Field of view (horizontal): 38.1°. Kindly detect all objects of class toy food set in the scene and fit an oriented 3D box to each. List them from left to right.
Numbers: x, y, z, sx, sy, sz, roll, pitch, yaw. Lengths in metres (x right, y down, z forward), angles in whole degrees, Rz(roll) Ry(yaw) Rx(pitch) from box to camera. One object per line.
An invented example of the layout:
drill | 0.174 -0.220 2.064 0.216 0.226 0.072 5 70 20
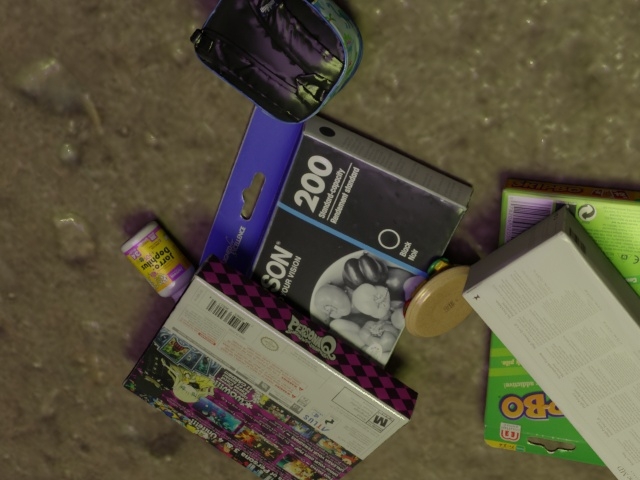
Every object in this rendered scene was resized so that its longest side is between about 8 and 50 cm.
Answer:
toy food set | 0.107 0.051 0.804 0.082 0.083 0.020 -51 50 14

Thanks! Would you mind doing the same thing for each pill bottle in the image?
pill bottle | -0.151 0.025 0.895 0.043 0.043 0.083 -34 101 29

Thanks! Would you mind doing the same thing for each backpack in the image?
backpack | -0.026 -0.159 0.739 0.114 0.084 0.105 42 120 0

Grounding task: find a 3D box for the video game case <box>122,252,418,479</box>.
video game case | -0.056 0.143 0.890 0.232 0.042 0.210 34 133 -4

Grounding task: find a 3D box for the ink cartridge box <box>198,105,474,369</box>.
ink cartridge box | 0.000 0.000 0.831 0.208 0.045 0.206 26 121 6

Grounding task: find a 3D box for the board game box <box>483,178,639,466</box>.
board game box | 0.211 0.077 0.801 0.124 0.039 0.259 7 114 16

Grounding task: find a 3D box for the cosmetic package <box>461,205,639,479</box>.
cosmetic package | 0.229 0.095 0.750 0.099 0.060 0.239 -36 100 26
